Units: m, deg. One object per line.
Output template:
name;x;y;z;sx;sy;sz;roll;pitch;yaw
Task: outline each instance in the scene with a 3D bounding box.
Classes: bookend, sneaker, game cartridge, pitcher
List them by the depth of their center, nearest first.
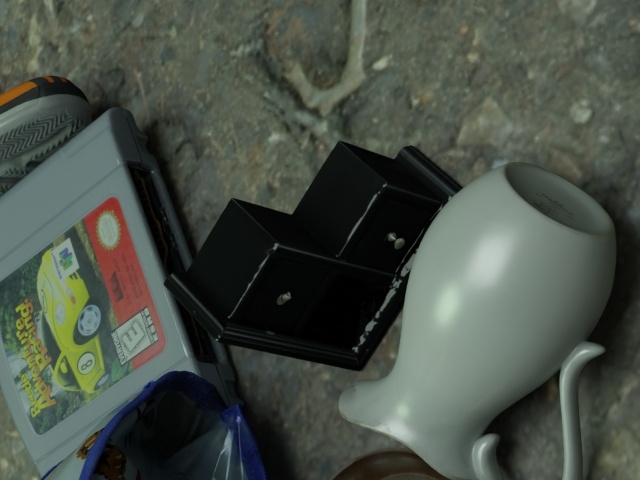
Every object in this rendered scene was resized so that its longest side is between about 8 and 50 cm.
pitcher;0.128;0.070;1.288;0.177;0.125;0.207;36;116;18
bookend;0.000;0.000;1.374;0.072;0.156;0.157;43;107;38
game cartridge;-0.180;0.065;1.571;0.196;0.060;0.294;-38;61;31
sneaker;-0.334;-0.098;1.700;0.321;0.124;0.180;-31;63;31

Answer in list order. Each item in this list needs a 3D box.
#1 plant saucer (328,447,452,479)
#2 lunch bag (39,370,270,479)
plant saucer;0.055;0.229;1.359;0.168;0.029;0.168;-10;74;39
lunch bag;-0.180;0.306;1.359;0.328;0.239;0.385;-41;29;24
